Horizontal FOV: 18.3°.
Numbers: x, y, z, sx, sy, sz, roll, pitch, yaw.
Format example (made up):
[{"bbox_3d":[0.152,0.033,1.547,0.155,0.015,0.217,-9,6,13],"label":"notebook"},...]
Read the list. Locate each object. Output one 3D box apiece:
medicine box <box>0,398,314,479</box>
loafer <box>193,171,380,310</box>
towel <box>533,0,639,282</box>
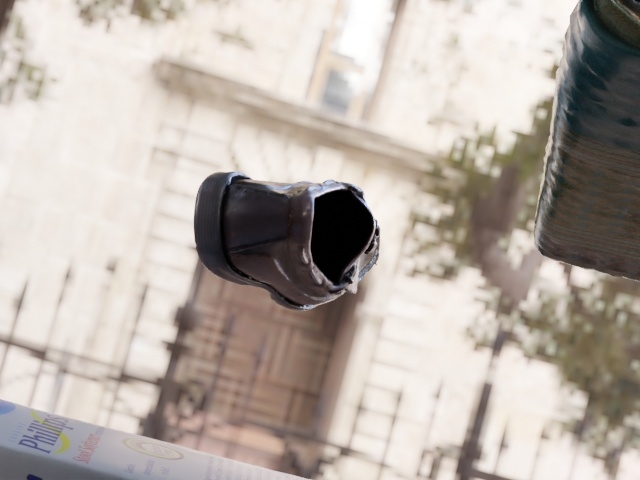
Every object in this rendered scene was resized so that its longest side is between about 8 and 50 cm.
[{"bbox_3d":[-0.151,0.282,1.426,0.289,0.264,0.149,15,5,-3],"label":"medicine box"},{"bbox_3d":[0.000,0.000,1.586,0.095,0.109,0.302,-1,-4,22],"label":"loafer"},{"bbox_3d":[0.227,-0.017,0.834,0.271,0.040,0.370,15,-12,7],"label":"towel"}]
